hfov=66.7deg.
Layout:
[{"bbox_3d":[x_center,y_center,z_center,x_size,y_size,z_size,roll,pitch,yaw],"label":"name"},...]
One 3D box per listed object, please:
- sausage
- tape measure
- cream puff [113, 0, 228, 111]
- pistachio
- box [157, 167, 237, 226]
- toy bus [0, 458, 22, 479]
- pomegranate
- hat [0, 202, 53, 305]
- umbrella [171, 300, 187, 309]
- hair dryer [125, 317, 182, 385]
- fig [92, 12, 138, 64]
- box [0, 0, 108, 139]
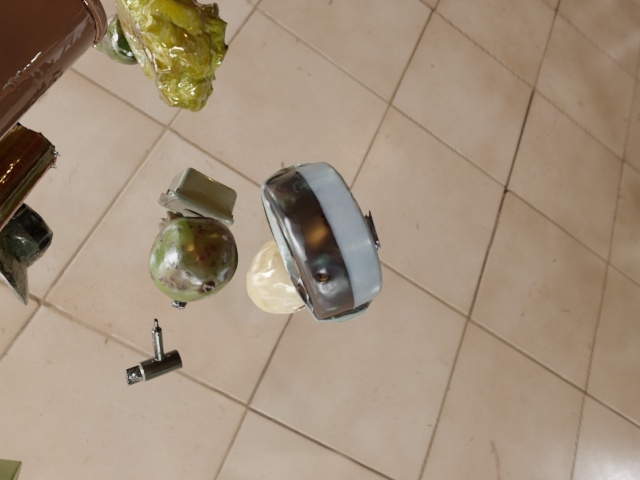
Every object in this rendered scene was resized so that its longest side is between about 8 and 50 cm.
[{"bbox_3d":[-0.414,0.013,0.530,0.082,0.082,0.371,25,47,-16],"label":"sausage"},{"bbox_3d":[0.001,0.001,0.560,0.107,0.181,0.182,-23,118,-12],"label":"tape measure"},{"bbox_3d":[-0.271,-0.392,0.951,0.185,0.282,0.281,-31,89,-16],"label":"cream puff"},{"bbox_3d":[-0.073,0.086,1.394,0.309,0.230,0.229,-20,82,13],"label":"pistachio"},{"bbox_3d":[-0.289,-0.103,1.179,0.172,0.124,0.092,28,69,-31],"label":"box"},{"bbox_3d":[-0.455,0.300,0.561,0.175,0.088,0.101,16,91,-19],"label":"toy bus"},{"bbox_3d":[-0.288,0.022,1.066,0.202,0.202,0.248,-21,52,-29],"label":"pomegranate"},{"bbox_3d":[-0.619,-0.012,0.970,0.265,0.265,0.128,50,59,-4],"label":"hat"},{"bbox_3d":[-0.505,0.150,1.840,0.071,0.080,0.224,27,64,-17],"label":"umbrella"},{"bbox_3d":[-0.610,0.392,1.755,0.196,0.078,0.248,-15,120,-35],"label":"hair dryer"},{"bbox_3d":[-0.471,-0.469,1.144,0.117,0.178,0.117,-12,105,-48],"label":"fig"},{"bbox_3d":[-0.408,-0.173,0.411,0.239,0.340,0.229,50,53,-44],"label":"box"}]
